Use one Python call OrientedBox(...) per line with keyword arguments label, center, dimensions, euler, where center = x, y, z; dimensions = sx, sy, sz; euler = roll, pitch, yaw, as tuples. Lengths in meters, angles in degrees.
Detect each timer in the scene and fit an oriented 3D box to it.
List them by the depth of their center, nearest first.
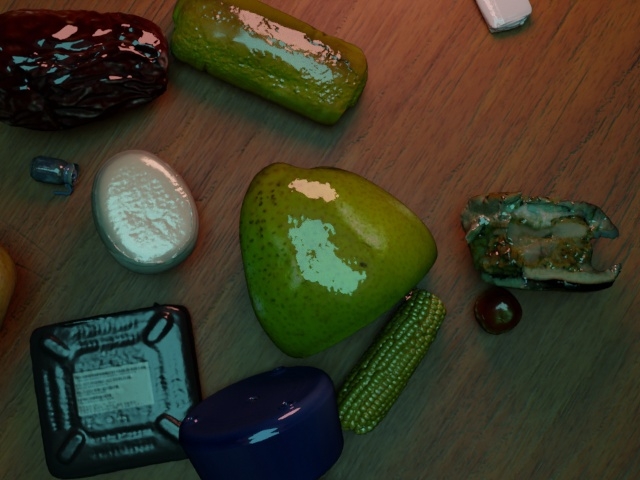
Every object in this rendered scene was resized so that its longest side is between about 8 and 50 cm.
OrientedBox(label="timer", center=(-0.055, 0.436, 1.361), dimensions=(0.270, 0.270, 0.384), euler=(-19, 100, -2))

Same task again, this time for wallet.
OrientedBox(label="wallet", center=(0.334, -0.492, 1.538), dimensions=(0.095, 0.033, 0.190), euler=(-24, 84, -1))

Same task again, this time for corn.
OrientedBox(label="corn", center=(0.119, 0.225, 1.431), dimensions=(0.101, 0.101, 0.310), euler=(38, 86, 3))

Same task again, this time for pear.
OrientedBox(label="pear", center=(0.000, 0.000, 1.389), dimensions=(0.342, 0.238, 0.318), euler=(-35, 94, -4))

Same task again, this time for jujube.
OrientedBox(label="jujube", center=(-0.442, -0.316, 1.443), dimensions=(0.341, 0.216, 0.216), euler=(-7, 84, -7))

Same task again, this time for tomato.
OrientedBox(label="tomato", center=(0.322, 0.128, 1.455), dimensions=(0.087, 0.075, 0.087), euler=(0, 88, 1))

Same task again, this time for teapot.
OrientedBox(label="teapot", center=(-0.494, -0.121, 1.487), dimensions=(0.083, 0.049, 0.064), euler=(11, 84, 1))

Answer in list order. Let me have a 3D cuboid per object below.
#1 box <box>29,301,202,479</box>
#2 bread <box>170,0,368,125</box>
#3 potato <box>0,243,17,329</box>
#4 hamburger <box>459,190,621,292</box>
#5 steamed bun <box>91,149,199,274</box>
OrientedBox(label="box", center=(-0.362, 0.268, 1.437), dimensions=(0.289, 0.073, 0.289), euler=(-9, 84, -1))
OrientedBox(label="bread", center=(-0.098, -0.350, 1.481), dimensions=(0.383, 0.112, 0.166), euler=(25, 84, 2))
OrientedBox(label="potato", center=(-0.718, 0.116, 1.405), dimensions=(0.397, 0.290, 0.296), euler=(-1, 49, 35))
OrientedBox(label="hamburger", center=(0.371, 0.004, 1.422), dimensions=(0.287, 0.192, 0.168), euler=(4, 90, -25))
OrientedBox(label="steamed bun", center=(-0.315, -0.048, 1.440), dimensions=(0.177, 0.131, 0.228), euler=(-27, 84, -13))
